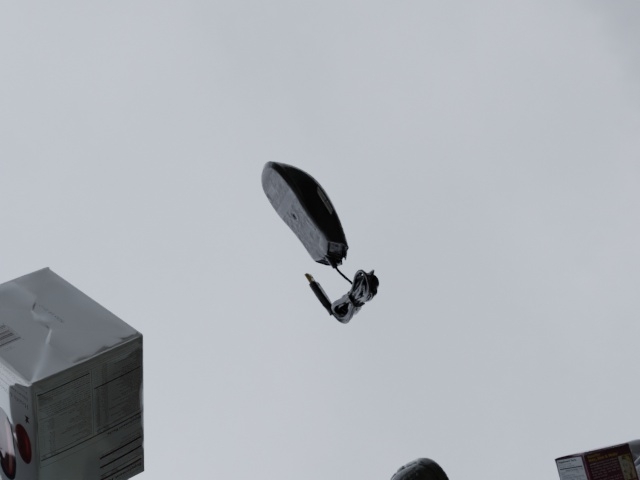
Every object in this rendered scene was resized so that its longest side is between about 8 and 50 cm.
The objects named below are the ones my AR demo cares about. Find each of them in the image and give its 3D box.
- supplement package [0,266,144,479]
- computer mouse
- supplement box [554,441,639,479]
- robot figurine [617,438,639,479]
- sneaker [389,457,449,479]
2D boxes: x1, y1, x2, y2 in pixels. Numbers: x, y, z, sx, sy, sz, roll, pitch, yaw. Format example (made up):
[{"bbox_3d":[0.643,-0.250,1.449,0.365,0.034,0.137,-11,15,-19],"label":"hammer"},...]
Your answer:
[{"bbox_3d":[-0.321,0.176,1.235,0.149,0.194,0.203,-23,-51,-40],"label":"supplement package"},{"bbox_3d":[0.000,0.000,1.592,0.060,0.184,0.262,-32,-106,-25],"label":"computer mouse"},{"bbox_3d":[0.243,0.221,0.908,0.055,0.043,0.083,-5,-104,-28],"label":"supplement box"},{"bbox_3d":[0.493,0.375,1.396,0.174,0.278,0.209,-39,-45,-18],"label":"robot figurine"},{"bbox_3d":[0.075,0.381,1.375,0.086,0.228,0.132,46,-143,17],"label":"sneaker"}]
